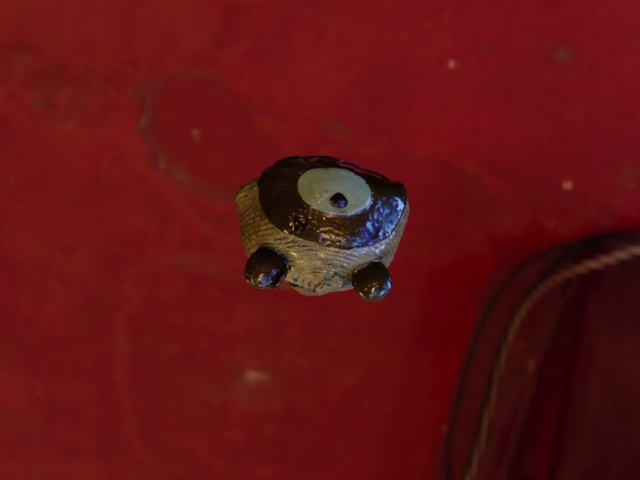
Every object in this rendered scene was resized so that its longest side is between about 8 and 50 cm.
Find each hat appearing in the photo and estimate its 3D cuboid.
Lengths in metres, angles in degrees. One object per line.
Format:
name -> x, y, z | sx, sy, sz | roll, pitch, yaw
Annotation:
hat -> 0.000, 0.000, 0.903 | 0.077, 0.059, 0.076 | 14, 157, -34
